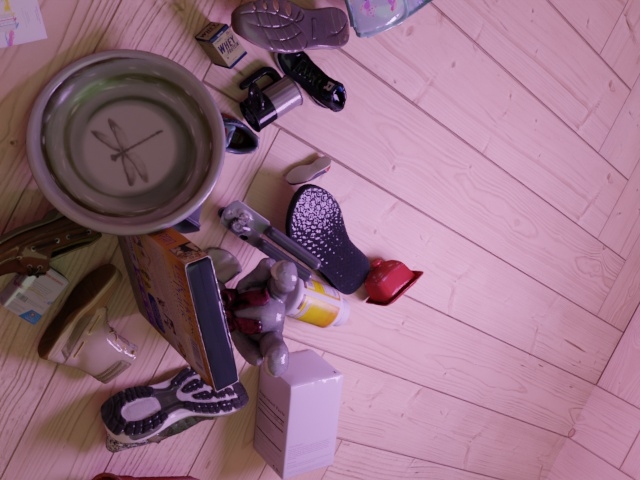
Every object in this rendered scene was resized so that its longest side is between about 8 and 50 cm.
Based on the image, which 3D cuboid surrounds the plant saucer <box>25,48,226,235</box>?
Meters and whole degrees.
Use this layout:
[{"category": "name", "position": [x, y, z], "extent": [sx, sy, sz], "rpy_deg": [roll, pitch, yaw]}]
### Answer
[{"category": "plant saucer", "position": [-0.401, -0.198, 1.602], "extent": [0.400, 0.100, 0.401], "rpy_deg": [2, 79, -10]}]

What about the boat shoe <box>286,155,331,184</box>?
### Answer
[{"category": "boat shoe", "position": [-0.031, -0.176, 1.994], "extent": [0.137, 0.049, 0.043], "rpy_deg": [-30, 163, -24]}]

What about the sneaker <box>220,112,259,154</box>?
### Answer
[{"category": "sneaker", "position": [-0.248, -0.263, 1.745], "extent": [0.261, 0.125, 0.104], "rpy_deg": [11, 101, -39]}]

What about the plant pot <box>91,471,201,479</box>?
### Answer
[{"category": "plant pot", "position": [-0.430, 0.718, 1.941], "extent": [0.265, 0.272, 0.273], "rpy_deg": [9, 103, -46]}]

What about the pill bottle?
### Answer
[{"category": "pill bottle", "position": [-0.020, 0.171, 2.095], "extent": [0.215, 0.117, 0.117], "rpy_deg": [24, 93, -39]}]

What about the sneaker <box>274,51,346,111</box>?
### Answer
[{"category": "sneaker", "position": [-0.009, -0.400, 1.866], "extent": [0.217, 0.121, 0.079], "rpy_deg": [39, 83, -40]}]

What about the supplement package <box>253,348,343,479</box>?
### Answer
[{"category": "supplement package", "position": [-0.066, 0.484, 2.151], "extent": [0.177, 0.175, 0.293], "rpy_deg": [-6, 112, -33]}]

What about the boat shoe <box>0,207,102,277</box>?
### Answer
[{"category": "boat shoe", "position": [-0.597, 0.024, 1.578], "extent": [0.307, 0.110, 0.104], "rpy_deg": [-35, 93, -28]}]

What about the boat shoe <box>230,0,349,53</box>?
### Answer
[{"category": "boat shoe", "position": [-0.079, -0.491, 1.775], "extent": [0.324, 0.116, 0.123], "rpy_deg": [-5, 100, -41]}]

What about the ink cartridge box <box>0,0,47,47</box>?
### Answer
[{"category": "ink cartridge box", "position": [-0.609, -0.417, 1.441], "extent": [0.143, 0.092, 0.090], "rpy_deg": [-22, 121, -26]}]

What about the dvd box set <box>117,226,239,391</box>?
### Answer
[{"category": "dvd box set", "position": [-0.324, 0.102, 1.648], "extent": [0.062, 0.420, 0.308], "rpy_deg": [-24, 120, -26]}]

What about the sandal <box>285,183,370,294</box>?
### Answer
[{"category": "sandal", "position": [-0.001, 0.003, 2.065], "extent": [0.167, 0.107, 0.446], "rpy_deg": [-47, 141, -13]}]

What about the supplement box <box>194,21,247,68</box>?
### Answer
[{"category": "supplement box", "position": [-0.224, -0.440, 1.717], "extent": [0.056, 0.083, 0.083], "rpy_deg": [-47, 127, -12]}]

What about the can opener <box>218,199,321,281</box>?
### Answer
[{"category": "can opener", "position": [-0.131, -0.002, 1.909], "extent": [0.283, 0.095, 0.076], "rpy_deg": [36, 86, -18]}]

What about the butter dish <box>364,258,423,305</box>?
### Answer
[{"category": "butter dish", "position": [0.191, 0.105, 2.222], "extent": [0.160, 0.160, 0.118], "rpy_deg": [-41, 104, -17]}]

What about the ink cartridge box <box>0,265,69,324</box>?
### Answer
[{"category": "ink cartridge box", "position": [-0.627, 0.108, 1.668], "extent": [0.122, 0.052, 0.088], "rpy_deg": [-51, 130, -6]}]

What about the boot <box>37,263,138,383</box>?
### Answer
[{"category": "boot", "position": [-0.497, 0.198, 1.771], "extent": [0.203, 0.095, 0.262], "rpy_deg": [38, 86, -39]}]

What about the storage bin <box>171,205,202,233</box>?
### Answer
[{"category": "storage bin", "position": [-0.340, -0.087, 1.782], "extent": [0.135, 0.098, 0.091], "rpy_deg": [36, 58, -39]}]

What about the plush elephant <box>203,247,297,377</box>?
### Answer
[{"category": "plush elephant", "position": [-0.218, 0.163, 1.877], "extent": [0.255, 0.330, 0.272], "rpy_deg": [7, 92, -15]}]

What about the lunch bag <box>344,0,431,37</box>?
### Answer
[{"category": "lunch bag", "position": [0.152, -0.643, 1.850], "extent": [0.262, 0.160, 0.223], "rpy_deg": [-38, 125, -26]}]

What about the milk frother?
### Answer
[{"category": "milk frother", "position": [-0.113, -0.340, 1.801], "extent": [0.134, 0.143, 0.129], "rpy_deg": [-36, 119, -16]}]

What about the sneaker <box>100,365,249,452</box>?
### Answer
[{"category": "sneaker", "position": [-0.381, 0.443, 1.963], "extent": [0.410, 0.158, 0.182], "rpy_deg": [-6, 143, -36]}]
